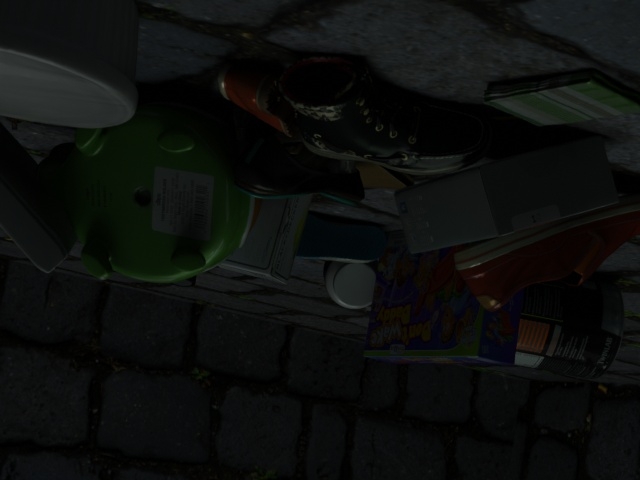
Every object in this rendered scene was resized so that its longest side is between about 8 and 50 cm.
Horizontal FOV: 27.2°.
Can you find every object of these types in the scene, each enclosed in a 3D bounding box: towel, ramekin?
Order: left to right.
[{"bbox_3d":[-0.312,-0.217,1.368,0.273,0.127,0.273,10,170,2],"label":"ramekin"},{"bbox_3d":[0.270,-0.157,1.458,0.113,0.023,0.152,16,166,-41],"label":"towel"}]

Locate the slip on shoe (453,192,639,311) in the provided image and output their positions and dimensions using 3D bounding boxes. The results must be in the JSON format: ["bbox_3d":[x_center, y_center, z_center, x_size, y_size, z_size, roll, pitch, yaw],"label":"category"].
[{"bbox_3d":[0.342,0.008,1.786,0.331,0.101,0.123,-19,-179,-14],"label":"slip on shoe"}]

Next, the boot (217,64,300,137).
[{"bbox_3d":[-0.067,-0.173,1.603,0.085,0.059,0.158,19,173,22],"label":"boot"}]

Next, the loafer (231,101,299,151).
[{"bbox_3d":[-0.075,-0.140,1.743,0.062,0.061,0.170,4,169,25],"label":"loafer"}]

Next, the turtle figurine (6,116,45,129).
[{"bbox_3d":[-0.400,-0.187,1.720,0.217,0.087,0.269,10,170,1],"label":"turtle figurine"}]

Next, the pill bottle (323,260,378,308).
[{"bbox_3d":[0.063,0.071,2.500,0.112,0.112,0.186,10,-174,-4],"label":"pill bottle"}]

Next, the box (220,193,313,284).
[{"bbox_3d":[-0.169,-0.049,1.950,0.290,0.169,0.087,12,171,18],"label":"box"}]

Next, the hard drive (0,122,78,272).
[{"bbox_3d":[-0.429,-0.079,1.849,0.233,0.047,0.353,50,-179,-10],"label":"hard drive"}]

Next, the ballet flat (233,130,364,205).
[{"bbox_3d":[-0.008,-0.098,1.740,0.095,0.096,0.280,26,-168,26],"label":"ballet flat"}]

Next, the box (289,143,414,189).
[{"bbox_3d":[0.017,-0.109,1.940,0.201,0.021,0.164,4,168,26],"label":"box"}]

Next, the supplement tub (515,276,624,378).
[{"bbox_3d":[0.391,0.142,2.480,0.316,0.193,0.193,12,170,-8],"label":"supplement tub"}]

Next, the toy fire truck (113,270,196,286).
[{"bbox_3d":[-0.303,0.007,2.579,0.217,0.158,0.246,14,157,-21],"label":"toy fire truck"}]

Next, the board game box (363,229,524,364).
[{"bbox_3d":[0.213,0.093,2.267,0.078,0.233,0.347,15,168,-28],"label":"board game box"}]

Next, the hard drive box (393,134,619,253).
[{"bbox_3d":[0.228,-0.055,1.665,0.181,0.089,0.232,-15,180,-23],"label":"hard drive box"}]

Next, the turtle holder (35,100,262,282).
[{"bbox_3d":[-0.226,-0.062,1.797,0.320,0.243,0.227,-22,-177,26],"label":"turtle holder"}]

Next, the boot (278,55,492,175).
[{"bbox_3d":[0.074,-0.144,1.528,0.236,0.085,0.178,6,166,14],"label":"boot"}]

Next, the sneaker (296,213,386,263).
[{"bbox_3d":[0.000,0.000,2.374,0.229,0.087,0.092,12,172,-4],"label":"sneaker"}]
